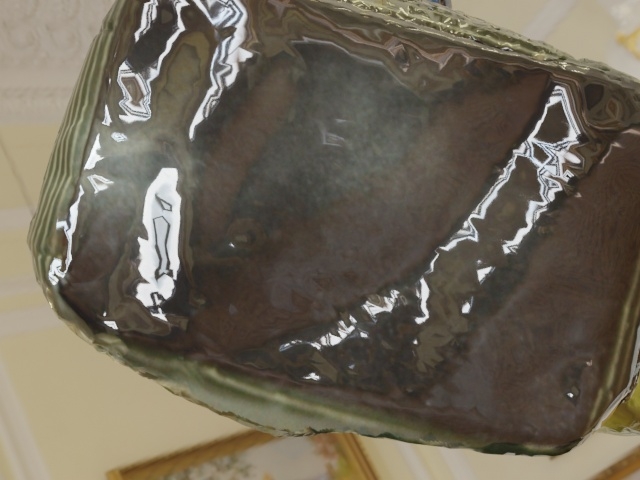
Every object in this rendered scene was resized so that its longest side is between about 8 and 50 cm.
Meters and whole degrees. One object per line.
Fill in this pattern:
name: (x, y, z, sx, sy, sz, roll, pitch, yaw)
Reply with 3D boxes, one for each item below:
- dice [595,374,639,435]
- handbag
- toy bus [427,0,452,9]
dice: (0.319, 0.044, 1.140, 0.238, 0.233, 0.227, -21, 18, -15)
handbag: (0.018, -0.007, 0.669, 0.340, 0.247, 0.240, 14, -3, 0)
toy bus: (-0.025, -0.195, 0.901, 0.133, 0.234, 0.116, -50, -49, -34)
